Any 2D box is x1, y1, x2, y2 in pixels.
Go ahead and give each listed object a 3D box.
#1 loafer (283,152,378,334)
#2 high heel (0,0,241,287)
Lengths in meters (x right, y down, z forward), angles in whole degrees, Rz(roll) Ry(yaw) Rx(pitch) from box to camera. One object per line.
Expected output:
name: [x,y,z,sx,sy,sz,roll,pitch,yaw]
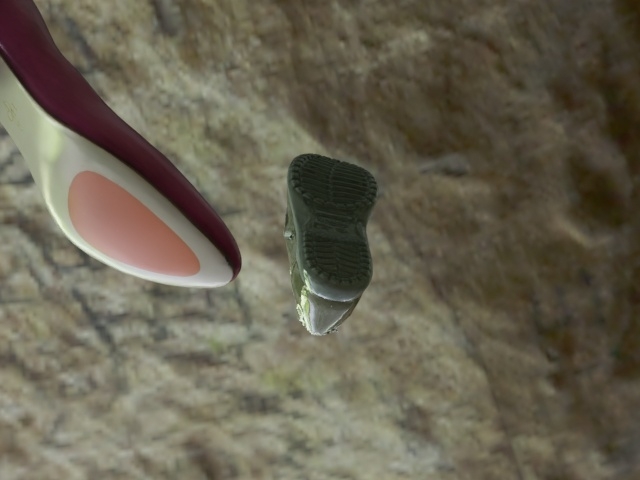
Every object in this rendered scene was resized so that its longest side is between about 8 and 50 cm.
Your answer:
loafer: [0.000,0.000,1.504,0.094,0.251,0.087,16,-59,-6]
high heel: [-0.192,-0.114,1.323,0.377,0.181,0.127,37,-44,3]
